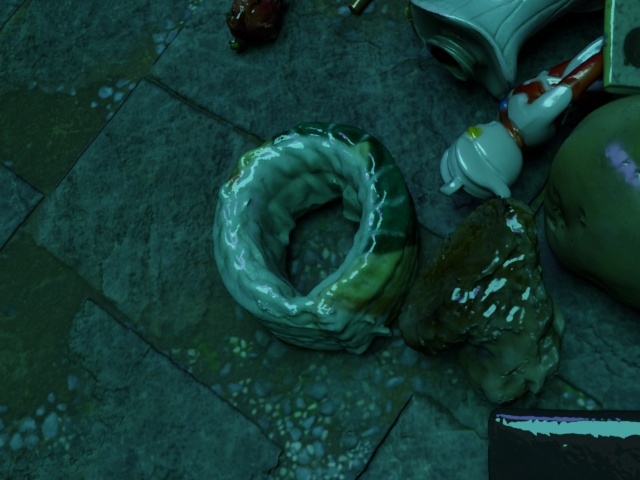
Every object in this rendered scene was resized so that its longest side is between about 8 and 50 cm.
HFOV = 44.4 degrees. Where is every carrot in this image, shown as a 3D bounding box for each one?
[{"bbox_3d":[0.077,-0.394,1.216,0.032,0.032,0.093,33,83,26],"label":"carrot"}]

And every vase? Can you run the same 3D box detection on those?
[{"bbox_3d":[0.316,-0.400,1.031,0.445,0.250,0.250,-48,63,2],"label":"vase"}]

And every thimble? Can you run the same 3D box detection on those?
[{"bbox_3d":[0.000,0.000,0.997,0.254,0.167,0.288,-17,63,11],"label":"thimble"}]

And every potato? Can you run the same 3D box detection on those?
[{"bbox_3d":[0.413,-0.040,0.854,0.326,0.221,0.243,5,61,16],"label":"potato"}]

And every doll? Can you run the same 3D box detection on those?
[{"bbox_3d":[0.293,-0.178,0.973,0.384,0.188,0.099,-43,86,-11],"label":"doll"}]

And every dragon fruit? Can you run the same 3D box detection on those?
[{"bbox_3d":[-0.091,-0.357,1.212,0.068,0.112,0.126,26,77,10],"label":"dragon fruit"}]

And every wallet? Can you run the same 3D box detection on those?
[{"bbox_3d":[0.295,0.271,0.843,0.229,0.049,0.182,-2,87,18],"label":"wallet"}]

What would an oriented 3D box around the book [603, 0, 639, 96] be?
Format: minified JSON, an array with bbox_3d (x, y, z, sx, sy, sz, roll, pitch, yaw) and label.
[{"bbox_3d":[0.429,-0.333,0.899,0.239,0.035,0.352,1,93,-19],"label":"book"}]

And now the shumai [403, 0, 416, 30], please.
[{"bbox_3d":[0.161,-0.344,1.139,0.082,0.080,0.083,-12,63,11],"label":"shumai"}]

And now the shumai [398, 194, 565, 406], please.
[{"bbox_3d":[0.218,0.072,0.909,0.185,0.184,0.218,30,107,-10],"label":"shumai"}]
